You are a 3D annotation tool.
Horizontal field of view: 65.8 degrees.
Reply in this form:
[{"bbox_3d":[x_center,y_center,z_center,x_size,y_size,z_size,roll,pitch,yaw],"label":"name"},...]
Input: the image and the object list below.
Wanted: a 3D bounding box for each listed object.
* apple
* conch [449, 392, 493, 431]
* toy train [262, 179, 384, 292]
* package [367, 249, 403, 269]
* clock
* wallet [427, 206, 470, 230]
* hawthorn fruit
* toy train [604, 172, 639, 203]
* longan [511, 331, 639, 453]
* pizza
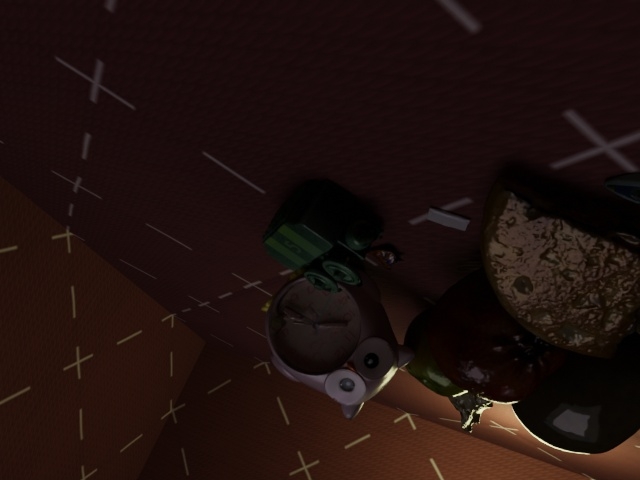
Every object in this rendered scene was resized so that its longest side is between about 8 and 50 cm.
[{"bbox_3d":[0.351,0.314,1.382,0.246,0.226,0.246,22,157,10],"label":"apple"},{"bbox_3d":[0.479,0.470,1.609,0.186,0.263,0.324,-1,-171,4],"label":"conch"},{"bbox_3d":[0.000,0.000,1.143,0.238,0.167,0.299,34,153,-10],"label":"toy train"},{"bbox_3d":[0.161,0.046,1.238,0.077,0.033,0.110,23,162,-21],"label":"package"},{"bbox_3d":[0.047,0.267,1.387,0.377,0.368,0.250,45,-174,18],"label":"clock"},{"bbox_3d":[0.258,-0.043,0.999,0.083,0.011,0.044,18,155,11],"label":"wallet"},{"bbox_3d":[0.362,0.188,1.089,0.287,0.287,0.330,32,176,-17],"label":"hawthorn fruit"},{"bbox_3d":[0.531,-0.060,0.677,0.251,0.048,0.055,7,148,34],"label":"toy train"},{"bbox_3d":[0.600,0.327,1.126,0.288,0.288,0.350,30,125,-14],"label":"longan"},{"bbox_3d":[0.424,0.044,0.836,0.277,0.114,0.409,-34,110,32],"label":"pizza"}]
